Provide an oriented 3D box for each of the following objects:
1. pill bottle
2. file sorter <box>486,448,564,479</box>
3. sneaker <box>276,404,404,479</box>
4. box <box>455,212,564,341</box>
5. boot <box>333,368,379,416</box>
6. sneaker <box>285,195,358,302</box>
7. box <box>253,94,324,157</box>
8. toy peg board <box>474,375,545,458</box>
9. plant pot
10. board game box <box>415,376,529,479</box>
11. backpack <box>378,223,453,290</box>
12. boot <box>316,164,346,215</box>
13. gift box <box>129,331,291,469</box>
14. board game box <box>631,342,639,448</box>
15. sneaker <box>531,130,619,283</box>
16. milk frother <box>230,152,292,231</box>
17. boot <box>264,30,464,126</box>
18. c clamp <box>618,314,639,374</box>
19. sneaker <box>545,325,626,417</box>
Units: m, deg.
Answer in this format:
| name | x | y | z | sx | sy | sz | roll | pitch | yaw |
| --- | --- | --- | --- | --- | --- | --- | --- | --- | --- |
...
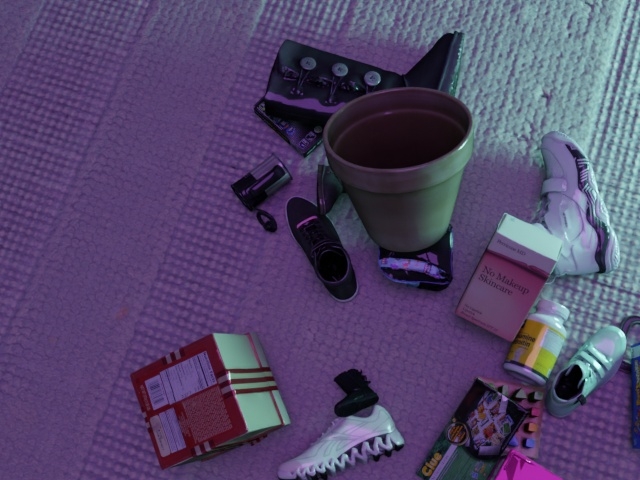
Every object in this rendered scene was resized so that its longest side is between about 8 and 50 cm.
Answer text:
| name | x | y | z | sx | sy | sz | roll | pitch | yaw |
| --- | --- | --- | --- | --- | --- | --- | --- | --- | --- |
| pill bottle | 0.498 | 0.232 | 1.813 | 0.103 | 0.103 | 0.184 | 25 | 77 | 9 |
| file sorter | 0.469 | 0.605 | 1.667 | 0.290 | 0.182 | 0.202 | 30 | 79 | 11 |
| sneaker | 0.036 | 0.461 | 1.777 | 0.292 | 0.110 | 0.118 | -17 | 66 | -11 |
| box | 0.423 | 0.083 | 1.786 | 0.148 | 0.127 | 0.232 | 27 | 119 | 11 |
| boot | 0.064 | 0.343 | 1.800 | 0.121 | 0.045 | 0.099 | -15 | 40 | -27 |
| sneaker | 0.001 | 0.000 | 1.881 | 0.104 | 0.147 | 0.296 | -29 | 74 | -4 |
| box | -0.043 | -0.337 | 2.031 | 0.184 | 0.045 | 0.190 | -44 | 77 | -8 |
| toy peg board | 0.422 | 0.394 | 1.783 | 0.161 | 0.079 | 0.161 | 10 | 75 | 6 |
| plant pot | 0.181 | -0.140 | 1.760 | 0.322 | 0.281 | 0.323 | -6 | 41 | 5 |
| board game box | 0.334 | 0.447 | 1.753 | 0.136 | 0.030 | 0.260 | 33 | 97 | 13 |
| backpack | 0.222 | 0.040 | 1.873 | 0.173 | 0.117 | 0.158 | 1 | 74 | 3 |
| boot | 0.095 | -0.131 | 1.930 | 0.208 | 0.076 | 0.190 | 3 | 45 | 0 |
| gift box | -0.251 | 0.345 | 1.745 | 0.276 | 0.258 | 0.255 | -22 | 75 | 17 |
| board game box | 0.874 | 0.358 | 1.757 | 0.346 | 0.078 | 0.234 | 6 | 75 | 0 |
| sneaker | 0.547 | -0.075 | 1.879 | 0.210 | 0.137 | 0.366 | -16 | 77 | -5 |
| milk frother | -0.122 | -0.115 | 1.956 | 0.134 | 0.129 | 0.143 | -38 | 119 | -8 |
| boot | 0.114 | -0.419 | 1.980 | 0.444 | 0.146 | 0.367 | 12 | 55 | 12 |
| c clamp | 0.744 | 0.258 | 1.839 | 0.137 | 0.022 | 0.161 | 18 | 77 | 13 |
| sneaker | 0.603 | 0.281 | 1.765 | 0.094 | 0.151 | 0.256 | 38 | 78 | 22 |
